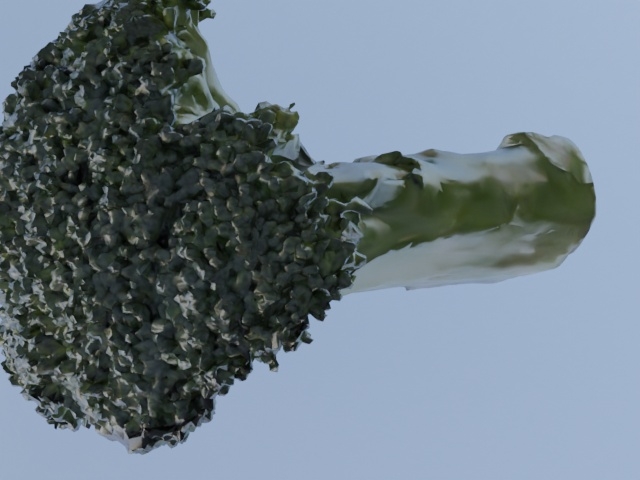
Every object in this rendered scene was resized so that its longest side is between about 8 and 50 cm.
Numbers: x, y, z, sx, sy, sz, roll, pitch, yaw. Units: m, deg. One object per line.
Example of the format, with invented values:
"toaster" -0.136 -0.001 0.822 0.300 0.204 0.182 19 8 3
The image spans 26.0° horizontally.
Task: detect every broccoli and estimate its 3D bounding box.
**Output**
"broccoli" 0.006 -0.017 0.728 0.361 0.252 0.221 -17 -120 -20
